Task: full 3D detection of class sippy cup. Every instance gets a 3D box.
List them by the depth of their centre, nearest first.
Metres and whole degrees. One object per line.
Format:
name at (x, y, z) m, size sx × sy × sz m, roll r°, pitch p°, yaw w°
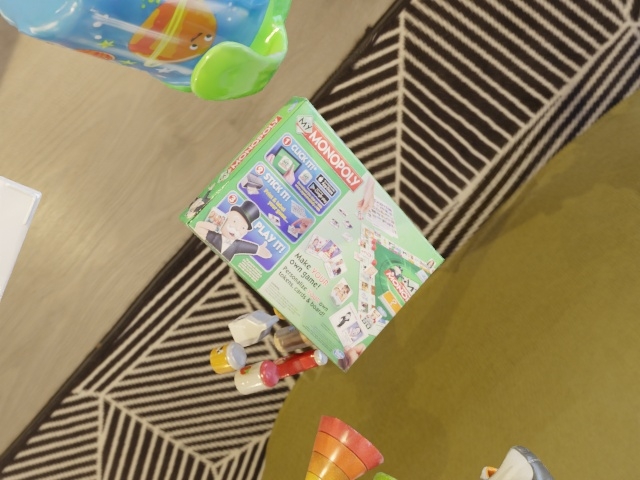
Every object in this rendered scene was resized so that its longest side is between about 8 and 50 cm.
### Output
sippy cup at (-0.179, -0.263, 0.714) m, size 0.305 × 0.224 × 0.240 m, roll 13°, pitch 103°, yaw 31°

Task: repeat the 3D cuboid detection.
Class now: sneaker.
sneaker at (0.230, 0.380, 1.040) m, size 0.100 × 0.108 × 0.271 m, roll 4°, pitch 134°, yaw -34°

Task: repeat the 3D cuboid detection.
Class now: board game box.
board game box at (0.000, 0.000, 1.005) m, size 0.213 × 0.046 × 0.317 m, roll -48°, pitch 118°, yaw -8°

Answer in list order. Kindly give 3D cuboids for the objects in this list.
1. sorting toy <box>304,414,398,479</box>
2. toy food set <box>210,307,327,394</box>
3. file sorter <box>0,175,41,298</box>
sorting toy at (0.092, 0.442, 1.221) m, size 0.365 × 0.127 × 0.126 m, roll 49°, pitch 66°, yaw -17°
toy food set at (-0.054, 0.148, 1.137) m, size 0.104 × 0.232 × 0.111 m, roll -20°, pitch 94°, yaw 29°
file sorter at (-0.505, 0.036, 0.933) m, size 0.193 × 0.173 × 0.278 m, roll 25°, pitch 76°, yaw -34°
